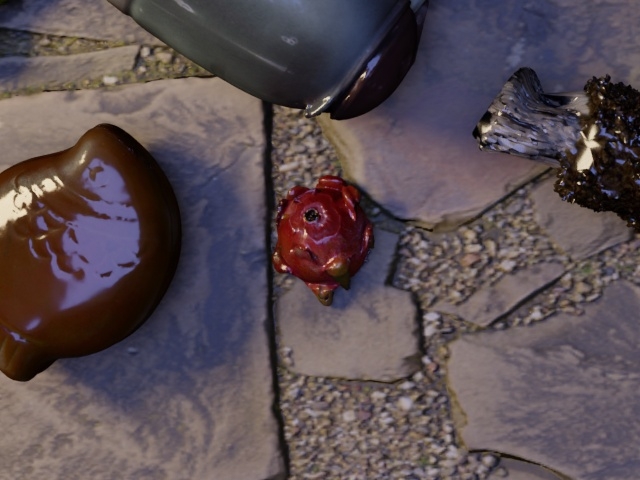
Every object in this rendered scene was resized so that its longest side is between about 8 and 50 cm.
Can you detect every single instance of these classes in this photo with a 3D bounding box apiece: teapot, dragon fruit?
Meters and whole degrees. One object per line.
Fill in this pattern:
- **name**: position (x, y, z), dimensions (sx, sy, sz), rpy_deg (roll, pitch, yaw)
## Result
- **teapot**: position (-0.020, -0.282, 1.432), dimensions (0.312, 0.233, 0.315), rpy_deg (38, 68, -3)
- **dragon fruit**: position (-0.001, -0.005, 1.496), dimensions (0.112, 0.068, 0.126), rpy_deg (32, 95, 7)

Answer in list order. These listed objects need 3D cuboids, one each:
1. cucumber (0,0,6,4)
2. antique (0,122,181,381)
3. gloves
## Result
- **cucumber**: position (-0.338, -0.337, 1.504), dimensions (0.134, 0.134, 0.244), rpy_deg (26, 106, 5)
- **antique**: position (-0.265, 0.011, 1.496), dimensions (0.223, 0.129, 0.278), rpy_deg (32, 95, 4)
- **gloves**: position (0.309, -0.081, 1.400), dimensions (0.312, 0.210, 0.135), rpy_deg (14, 79, 13)
